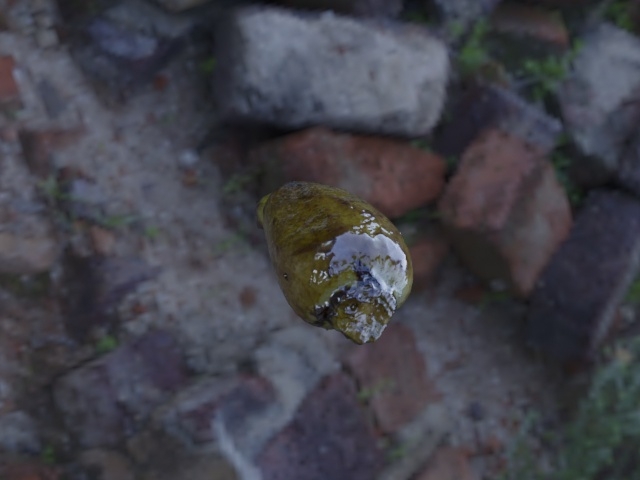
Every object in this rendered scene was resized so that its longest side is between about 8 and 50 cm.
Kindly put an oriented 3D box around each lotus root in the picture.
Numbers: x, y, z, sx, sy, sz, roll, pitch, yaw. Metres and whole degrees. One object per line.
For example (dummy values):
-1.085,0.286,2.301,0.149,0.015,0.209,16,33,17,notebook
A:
0.000,0.000,1.464,0.108,0.094,0.191,4,30,-31,lotus root
